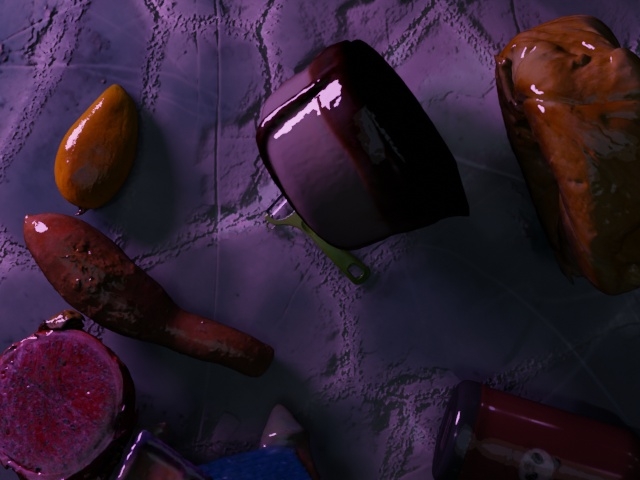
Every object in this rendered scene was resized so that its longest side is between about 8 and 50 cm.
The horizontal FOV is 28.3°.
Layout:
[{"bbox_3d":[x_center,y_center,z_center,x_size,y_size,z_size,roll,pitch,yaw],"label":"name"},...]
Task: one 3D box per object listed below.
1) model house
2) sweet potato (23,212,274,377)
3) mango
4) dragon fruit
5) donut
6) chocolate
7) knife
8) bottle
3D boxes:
[{"bbox_3d":[-0.143,0.373,1.672,0.312,0.245,0.280,-13,69,-17],"label":"model house"},{"bbox_3d":[-0.245,0.087,1.713,0.385,0.109,0.109,34,94,-5],"label":"sweet potato"},{"bbox_3d":[-0.301,-0.123,1.724,0.101,0.066,0.187,24,86,1],"label":"mango"},{"bbox_3d":[-0.347,0.236,1.692,0.211,0.147,0.282,4,80,5],"label":"dragon fruit"},{"bbox_3d":[0.338,-0.100,1.556,0.170,0.360,0.360,-21,92,1],"label":"donut"},{"bbox_3d":[0.038,-0.106,1.625,0.186,0.283,0.284,-35,91,20],"label":"chocolate"},{"bbox_3d":[0.000,0.000,1.734,0.166,0.022,0.078,44,99,1],"label":"knife"},{"bbox_3d":[0.324,0.299,1.673,0.336,0.144,0.144,18,94,1],"label":"bottle"}]
